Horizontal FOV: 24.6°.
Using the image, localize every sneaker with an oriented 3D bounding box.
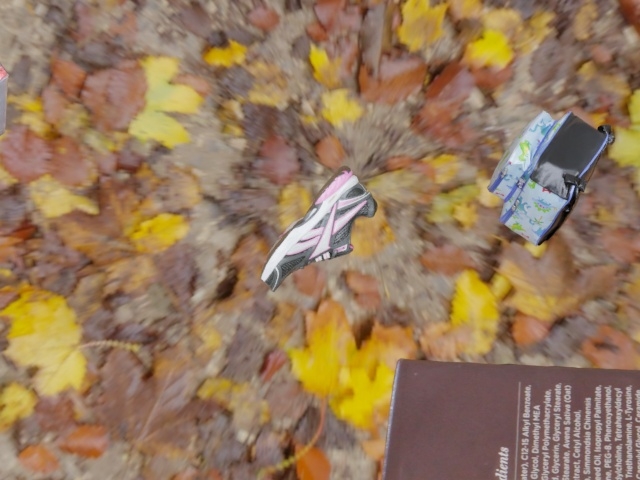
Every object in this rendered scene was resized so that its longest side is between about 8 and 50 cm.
[{"bbox_3d":[0.000,0.000,1.775,0.077,0.072,0.178,40,102,-6],"label":"sneaker"}]

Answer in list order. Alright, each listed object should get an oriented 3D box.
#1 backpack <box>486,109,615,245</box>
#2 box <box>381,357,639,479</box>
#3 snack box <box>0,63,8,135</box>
[{"bbox_3d":[0.211,-0.061,1.400,0.084,0.114,0.105,31,53,7],"label":"backpack"},{"bbox_3d":[0.238,0.194,1.007,0.382,0.191,0.143,1,51,8],"label":"box"},{"bbox_3d":[-0.211,-0.102,0.786,0.037,0.141,0.100,-39,92,-16],"label":"snack box"}]
